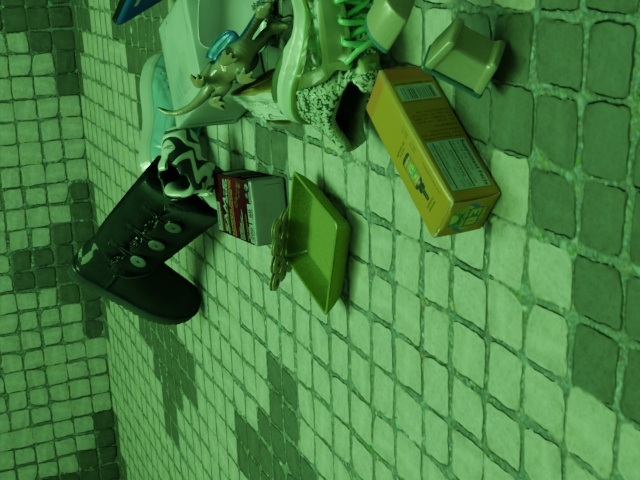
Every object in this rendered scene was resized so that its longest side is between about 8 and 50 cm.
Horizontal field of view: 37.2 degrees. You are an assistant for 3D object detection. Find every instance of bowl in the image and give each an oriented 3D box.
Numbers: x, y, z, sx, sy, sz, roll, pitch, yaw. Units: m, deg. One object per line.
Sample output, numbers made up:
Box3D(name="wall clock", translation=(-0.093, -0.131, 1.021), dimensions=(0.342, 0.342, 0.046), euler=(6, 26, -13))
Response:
Box3D(name="bowl", translation=(-0.152, -0.421, 1.764), dimensions=(0.053, 0.142, 0.142), euler=(-39, -44, -67))

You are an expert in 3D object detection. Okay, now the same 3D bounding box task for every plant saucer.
Box3D(name="plant saucer", translation=(0.000, 0.000, 1.651), dimensions=(0.188, 0.045, 0.188), euler=(-127, 35, -48))

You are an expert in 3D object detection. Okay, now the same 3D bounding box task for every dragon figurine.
Box3D(name="dragon figurine", translation=(-0.161, -0.310, 1.676), dimensions=(0.289, 0.085, 0.144), euler=(-36, 22, 37))

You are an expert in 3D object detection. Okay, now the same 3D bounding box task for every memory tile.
Box3D(name="memory tile", translation=(-0.068, 0.011, 1.766), dimensions=(0.113, 0.012, 0.148), euler=(-53, -30, -58))

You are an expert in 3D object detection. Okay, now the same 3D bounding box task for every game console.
Box3D(name="game console", translation=(-0.394, -0.664, 2.176), dimensions=(0.173, 0.250, 0.293), euler=(54, 157, -5))

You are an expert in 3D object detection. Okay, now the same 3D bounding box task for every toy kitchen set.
Box3D(name="toy kitchen set", translation=(0.149, -0.287, 1.178), dimensions=(0.122, 0.166, 0.207), euler=(-52, 14, 59))

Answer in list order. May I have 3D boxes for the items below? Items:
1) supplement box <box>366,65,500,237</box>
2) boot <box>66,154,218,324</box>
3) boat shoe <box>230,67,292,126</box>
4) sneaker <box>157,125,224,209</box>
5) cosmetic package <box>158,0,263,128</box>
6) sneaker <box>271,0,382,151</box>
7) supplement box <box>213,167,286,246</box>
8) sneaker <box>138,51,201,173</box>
Box3D(name="supplement box", translation=(0.142, -0.119, 1.237), dimensions=(0.078, 0.080, 0.233), euler=(111, 144, -51))
Box3D(name="boot", translation=(-0.355, 0.015, 2.298), dimensions=(0.445, 0.367, 0.146), euler=(-43, 38, 37))
Box3D(name="boat shoe", translation=(-0.084, -0.244, 1.694), dimensions=(0.096, 0.098, 0.277), euler=(59, 170, -19))
Box3D(name="sneaker", translation=(-0.272, -0.113, 2.024), dimensions=(0.153, 0.094, 0.235), euler=(-74, -31, -42))
Box3D(name="cosmetic package", translation=(-0.221, -0.365, 1.916), dimensions=(0.224, 0.138, 0.224), euler=(-22, 78, 65))
Box3D(name="sneaker", translation=(0.049, -0.293, 1.342), dimensions=(0.182, 0.158, 0.410), euler=(50, 150, 30))
Box3D(name="supplement box", translation=(-0.144, -0.071, 1.926), dimensions=(0.239, 0.073, 0.130), euler=(-162, 65, -66))
Box3D(name="sneaker", translation=(-0.338, -0.303, 2.275), dimensions=(0.135, 0.150, 0.366), euler=(39, -139, -56))
